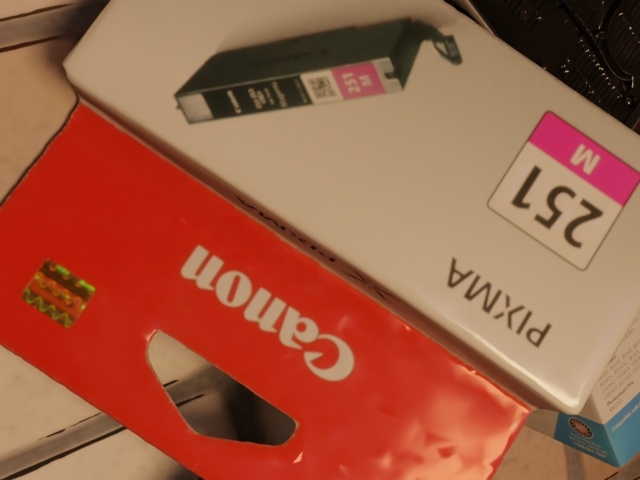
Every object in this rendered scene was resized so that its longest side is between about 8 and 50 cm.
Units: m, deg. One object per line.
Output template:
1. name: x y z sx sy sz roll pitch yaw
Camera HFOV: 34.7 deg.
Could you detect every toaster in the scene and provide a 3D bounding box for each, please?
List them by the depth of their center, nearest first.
1. toaster: 0.124 -0.154 0.553 0.168 0.110 0.185 43 77 -32

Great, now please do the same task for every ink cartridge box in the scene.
1. ink cartridge box: 0.000 0.000 0.468 0.275 0.060 0.239 34 79 -2
2. ink cartridge box: 0.130 0.033 0.598 0.060 0.104 0.180 -36 116 -21

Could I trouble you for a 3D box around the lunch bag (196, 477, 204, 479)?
1. lunch bag: -0.021 0.224 0.494 0.176 0.090 0.219 55 29 -27
